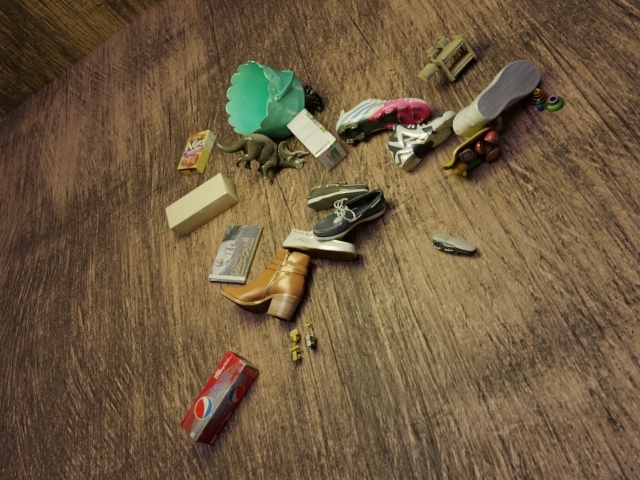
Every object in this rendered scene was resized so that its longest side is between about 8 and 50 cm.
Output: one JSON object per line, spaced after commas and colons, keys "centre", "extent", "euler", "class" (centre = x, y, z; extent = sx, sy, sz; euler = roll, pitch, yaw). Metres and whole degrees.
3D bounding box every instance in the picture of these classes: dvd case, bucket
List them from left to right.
{"centre": [-0.300, 0.046, 1.928], "extent": [0.164, 0.018, 0.221], "euler": [2, 65, 33], "class": "dvd case"}
{"centre": [-0.201, -0.512, 2.018], "extent": [0.281, 0.183, 0.281], "euler": [1, 91, 47], "class": "bucket"}

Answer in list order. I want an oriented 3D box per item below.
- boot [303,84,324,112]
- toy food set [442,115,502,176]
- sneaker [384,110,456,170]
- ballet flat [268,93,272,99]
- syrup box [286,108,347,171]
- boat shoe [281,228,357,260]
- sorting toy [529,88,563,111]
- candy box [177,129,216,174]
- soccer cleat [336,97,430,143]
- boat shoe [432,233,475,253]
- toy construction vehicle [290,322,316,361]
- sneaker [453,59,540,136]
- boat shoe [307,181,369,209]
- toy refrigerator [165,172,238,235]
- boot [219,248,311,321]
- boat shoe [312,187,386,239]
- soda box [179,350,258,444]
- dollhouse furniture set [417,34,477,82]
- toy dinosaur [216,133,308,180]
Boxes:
{"centre": [-0.033, -0.544, 2.045], "extent": [0.045, 0.099, 0.121], "euler": [-33, 51, 10], "class": "boot"}
{"centre": [0.458, -0.253, 1.566], "extent": [0.217, 0.128, 0.071], "euler": [-37, 71, 3], "class": "toy food set"}
{"centre": [0.303, -0.347, 1.724], "extent": [0.235, 0.094, 0.153], "euler": [-47, 57, 13], "class": "sneaker"}
{"centre": [-0.216, -0.600, 2.213], "extent": [0.074, 0.074, 0.203], "euler": [-49, 49, -1], "class": "ballet flat"}
{"centre": [-0.015, -0.357, 1.930], "extent": [0.096, 0.093, 0.237], "euler": [-42, 50, 4], "class": "syrup box"}
{"centre": [0.000, 0.000, 1.714], "extent": [0.277, 0.098, 0.096], "euler": [7, 69, 36], "class": "boat shoe"}
{"centre": [0.648, -0.410, 1.578], "extent": [0.102, 0.042, 0.061], "euler": [33, 84, 40], "class": "sorting toy"}
{"centre": [-0.516, -0.368, 2.280], "extent": [0.109, 0.053, 0.187], "euler": [-1, 62, 33], "class": "candy box"}
{"centre": [0.202, -0.432, 1.825], "extent": [0.331, 0.116, 0.143], "euler": [-11, 53, 25], "class": "soccer cleat"}
{"centre": [0.368, 0.017, 1.512], "extent": [0.125, 0.038, 0.046], "euler": [18, 32, 32], "class": "boat shoe"}
{"centre": [-0.051, 0.304, 1.619], "extent": [0.085, 0.035, 0.098], "euler": [-35, 47, 25], "class": "toy construction vehicle"}
{"centre": [0.509, -0.417, 1.617], "extent": [0.292, 0.169, 0.108], "euler": [-37, 91, -23], "class": "sneaker"}
{"centre": [0.057, -0.158, 1.779], "extent": [0.227, 0.081, 0.069], "euler": [-10, 63, 31], "class": "boat shoe"}
{"centre": [-0.450, -0.133, 2.079], "extent": [0.269, 0.094, 0.102], "euler": [-31, 58, 15], "class": "toy refrigerator"}
{"centre": [-0.173, 0.122, 1.743], "extent": [0.283, 0.109, 0.220], "euler": [9, 70, 33], "class": "boot"}
{"centre": [0.086, -0.081, 1.663], "extent": [0.254, 0.079, 0.095], "euler": [-23, 44, -9], "class": "boat shoe"}
{"centre": [-0.302, 0.472, 1.641], "extent": [0.092, 0.083, 0.263], "euler": [27, 79, 39], "class": "soda box"}
{"centre": [0.398, -0.583, 1.826], "extent": [0.182, 0.101, 0.161], "euler": [-46, 25, 2], "class": "dollhouse furniture set"}
{"centre": [-0.219, -0.320, 1.969], "extent": [0.160, 0.313, 0.121], "euler": [-63, 20, 16], "class": "toy dinosaur"}
